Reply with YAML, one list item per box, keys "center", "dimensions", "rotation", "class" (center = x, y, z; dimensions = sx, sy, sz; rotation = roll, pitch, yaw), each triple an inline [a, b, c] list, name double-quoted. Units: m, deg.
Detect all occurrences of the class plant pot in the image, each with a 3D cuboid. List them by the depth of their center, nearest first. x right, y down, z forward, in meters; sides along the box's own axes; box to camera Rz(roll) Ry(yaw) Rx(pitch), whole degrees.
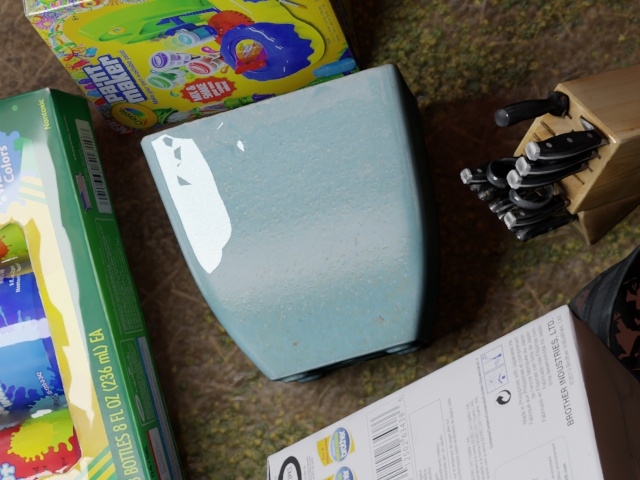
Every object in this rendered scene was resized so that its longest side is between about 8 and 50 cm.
- center: [0.000, 0.000, 1.881]
  dimensions: [0.247, 0.248, 0.252]
  rotation: [-17, 84, 6]
  class: "plant pot"

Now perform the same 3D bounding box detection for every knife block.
- center: [0.264, -0.105, 1.852]
  dimensions: [0.275, 0.242, 0.088]
  rotation: [-40, 67, -5]
  class: "knife block"

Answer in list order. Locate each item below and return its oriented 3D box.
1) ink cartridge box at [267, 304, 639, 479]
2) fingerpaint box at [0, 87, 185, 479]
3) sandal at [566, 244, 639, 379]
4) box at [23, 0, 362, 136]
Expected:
- center: [0.102, 0.266, 1.707]
  dimensions: [0.395, 0.151, 0.270]
  rotation: [-28, 38, 20]
  class: "ink cartridge box"
- center: [-0.359, 0.116, 1.872]
  dimensions: [0.371, 0.163, 0.445]
  rotation: [-14, 88, 7]
  class: "fingerpaint box"
- center: [0.331, 0.054, 1.846]
  dimensions: [0.167, 0.107, 0.446]
  rotation: [37, 81, 23]
  class: "sandal"
- center: [-0.128, -0.268, 1.981]
  dimensions: [0.279, 0.290, 0.177]
  rotation: [-12, 67, 9]
  class: "box"
